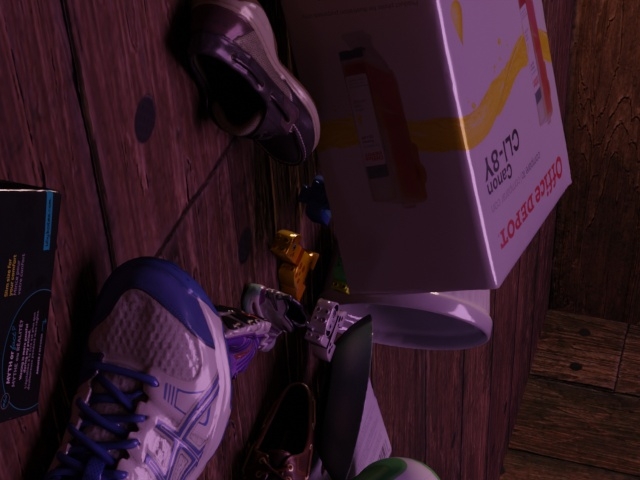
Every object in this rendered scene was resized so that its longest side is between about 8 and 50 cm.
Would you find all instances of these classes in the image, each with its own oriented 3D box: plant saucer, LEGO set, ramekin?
[{"bbox_3d":[0.021,0.174,1.456,0.195,0.037,0.195,-170,-90,-87],"label":"plant saucer"},{"bbox_3d":[0.000,0.000,1.375,0.093,0.087,0.227,48,60,-67],"label":"LEGO set"},{"bbox_3d":[0.102,0.051,1.541,0.207,0.207,0.109,55,41,-68],"label":"ramekin"}]

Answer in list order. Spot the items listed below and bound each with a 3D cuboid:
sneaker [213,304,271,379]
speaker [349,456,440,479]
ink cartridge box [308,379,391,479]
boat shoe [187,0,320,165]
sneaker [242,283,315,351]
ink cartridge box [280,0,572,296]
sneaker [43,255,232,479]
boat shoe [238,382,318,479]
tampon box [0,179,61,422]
[{"bbox_3d":[-0.085,0.095,1.162,0.170,0.068,0.071,26,80,-74],"label":"sneaker"},{"bbox_3d":[0.050,0.332,1.488,0.296,0.131,0.131,-12,111,-67],"label":"speaker"},{"bbox_3d":[0.006,0.296,1.617,0.239,0.060,0.275,72,31,-43],"label":"ink cartridge box"},{"bbox_3d":[-0.063,-0.120,1.098,0.073,0.080,0.223,-67,155,-23],"label":"boat shoe"},{"bbox_3d":[-0.037,0.084,1.312,0.098,0.069,0.038,77,28,-54],"label":"sneaker"},{"bbox_3d":[0.109,-0.174,1.276,0.279,0.160,0.384,-44,126,-55],"label":"ink cartridge box"},{"bbox_3d":[-0.139,0.162,0.927,0.131,0.112,0.296,-21,119,-71],"label":"sneaker"},{"bbox_3d":[-0.048,0.238,1.366,0.207,0.073,0.073,-77,177,-46],"label":"boat shoe"},{"bbox_3d":[-0.209,0.026,0.615,0.161,0.101,0.120,-6,105,-73],"label":"tampon box"}]
